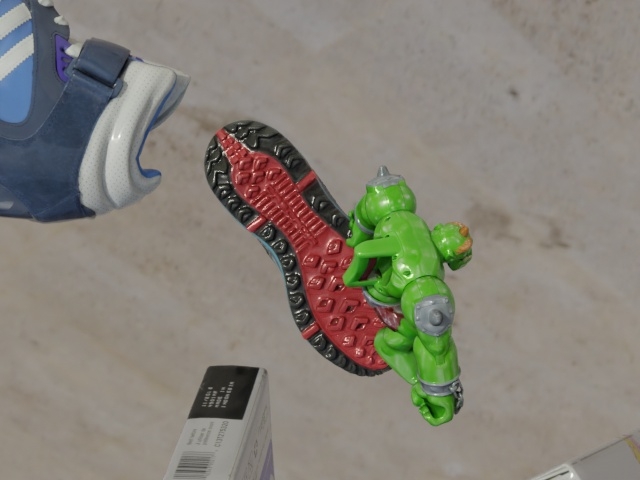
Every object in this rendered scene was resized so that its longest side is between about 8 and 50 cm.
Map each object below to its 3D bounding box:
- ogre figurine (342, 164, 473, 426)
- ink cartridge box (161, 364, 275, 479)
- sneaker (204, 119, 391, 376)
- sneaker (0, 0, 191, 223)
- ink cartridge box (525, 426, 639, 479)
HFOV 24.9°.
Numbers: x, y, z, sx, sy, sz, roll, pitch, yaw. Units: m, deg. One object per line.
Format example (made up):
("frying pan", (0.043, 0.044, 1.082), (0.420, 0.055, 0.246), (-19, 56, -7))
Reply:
("ogre figurine", (0.065, 0.032, 1.103), (0.096, 0.197, 0.118), (3, 148, 0))
("ink cartridge box", (-0.077, 0.312, 1.282), (0.069, 0.176, 0.371), (0, 117, 9))
("sneaker", (0.000, 0.000, 1.317), (0.104, 0.125, 0.262), (-32, 92, 7))
("sneaker", (-0.237, -0.173, 1.282), (0.236, 0.323, 0.130), (-2, 167, -15))
("ink cartridge box", (0.191, 0.246, 0.909), (0.131, 0.226, 0.306), (-31, 166, 21))
